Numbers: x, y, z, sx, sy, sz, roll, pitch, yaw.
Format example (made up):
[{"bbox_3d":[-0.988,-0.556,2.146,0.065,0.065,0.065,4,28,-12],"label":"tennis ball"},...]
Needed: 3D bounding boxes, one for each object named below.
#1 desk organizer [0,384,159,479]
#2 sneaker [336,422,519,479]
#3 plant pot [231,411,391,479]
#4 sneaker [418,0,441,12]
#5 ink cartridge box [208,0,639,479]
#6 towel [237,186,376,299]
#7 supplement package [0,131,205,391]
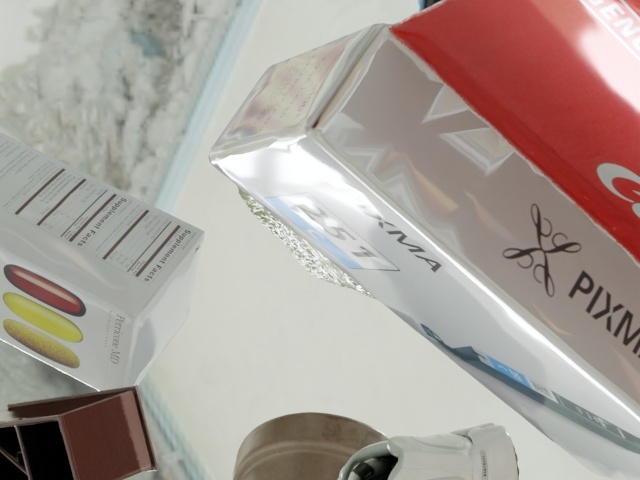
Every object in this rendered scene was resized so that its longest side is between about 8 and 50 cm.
[{"bbox_3d":[-0.152,0.114,0.605,0.130,0.050,0.047,-14,-90,43],"label":"desk organizer"},{"bbox_3d":[0.059,0.232,0.997,0.292,0.118,0.110,129,-38,-54],"label":"sneaker"},{"bbox_3d":[-0.007,0.398,1.471,0.229,0.263,0.263,-78,-165,-51],"label":"plant pot"},{"bbox_3d":[0.148,-0.196,0.746,0.188,0.067,0.078,-32,-124,3],"label":"sneaker"},{"bbox_3d":[0.117,0.021,0.477,0.066,0.296,0.261,-56,-162,-15],"label":"ink cartridge box"},{"bbox_3d":[0.000,0.000,0.926,0.110,0.148,0.027,16,-113,44],"label":"towel"},{"bbox_3d":[-0.256,0.023,1.075,0.244,0.134,0.139,25,-45,9],"label":"supplement package"}]
